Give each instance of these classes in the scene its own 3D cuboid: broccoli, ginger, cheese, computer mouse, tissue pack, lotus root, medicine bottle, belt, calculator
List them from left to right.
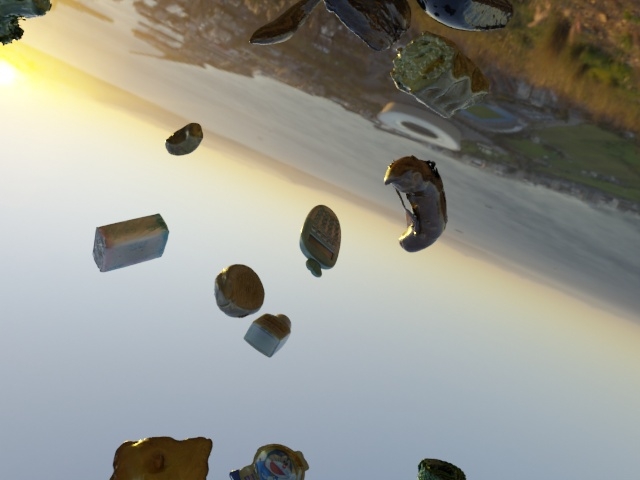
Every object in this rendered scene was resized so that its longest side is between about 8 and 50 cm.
[{"bbox_3d":[-0.755,-0.582,1.212,0.274,0.199,0.177,-11,-156,33],"label":"broccoli"},{"bbox_3d":[-0.762,0.010,2.087,0.271,0.201,0.124,-17,-121,-39],"label":"tissue pack"},{"bbox_3d":[-0.160,0.726,1.620,0.177,0.270,0.069,63,-162,-4],"label":"cheese"},{"bbox_3d":[-0.105,0.196,1.110,0.074,0.055,0.118,32,-166,11],"label":"medicine bottle"},{"bbox_3d":[0.000,0.000,1.862,0.042,0.295,0.184,-20,131,40],"label":"calculator"},{"bbox_3d":[0.072,-0.576,1.140,0.329,0.167,0.078,39,157,-9],"label":"lotus root"},{"bbox_3d":[0.229,-0.085,1.200,0.107,0.133,0.309,42,167,42],"label":"ginger"},{"bbox_3d":[0.374,0.748,1.614,0.151,0.079,0.121,17,-171,3],"label":"belt"},{"bbox_3d":[0.272,-0.499,1.057,0.269,0.100,0.170,-10,-115,-43],"label":"computer mouse"}]

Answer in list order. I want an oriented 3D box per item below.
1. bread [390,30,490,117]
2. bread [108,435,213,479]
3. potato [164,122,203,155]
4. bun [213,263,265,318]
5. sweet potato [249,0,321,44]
[{"bbox_3d":[0.367,-0.509,1.600,0.238,0.196,0.252,-20,160,30],"label":"bread"},{"bbox_3d":[-0.368,0.544,1.202,0.233,0.088,0.161,4,-142,-4],"label":"bread"},{"bbox_3d":[-0.417,-0.309,1.600,0.138,0.092,0.070,-19,147,20],"label":"potato"},{"bbox_3d":[-0.263,0.164,1.613,0.167,0.113,0.173,54,-146,-9],"label":"bun"},{"bbox_3d":[-0.098,-0.752,1.766,0.079,0.346,0.108,51,175,-10],"label":"sweet potato"}]
